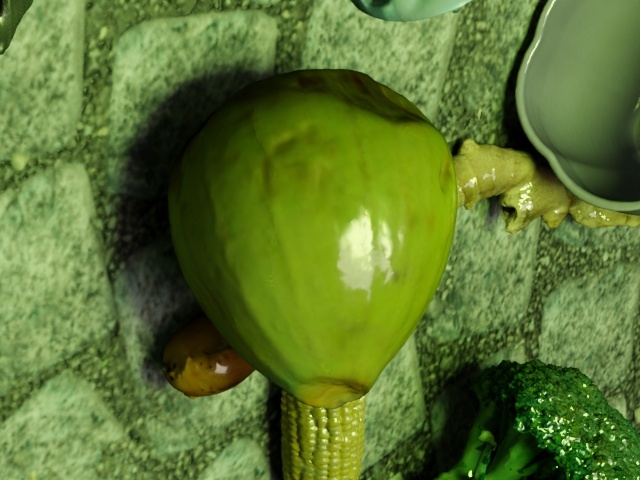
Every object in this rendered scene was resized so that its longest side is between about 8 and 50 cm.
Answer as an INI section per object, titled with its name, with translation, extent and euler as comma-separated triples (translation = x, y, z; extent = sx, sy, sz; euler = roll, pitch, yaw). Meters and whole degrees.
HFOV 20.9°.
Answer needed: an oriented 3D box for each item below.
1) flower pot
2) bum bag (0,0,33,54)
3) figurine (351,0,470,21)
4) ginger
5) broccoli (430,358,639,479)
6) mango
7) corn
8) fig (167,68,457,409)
[flower pot]
translation = 0.363, -0.142, 1.725
extent = 0.243, 0.265, 0.265
euler = 14, 97, -59
[bum bag]
translation = -0.303, -0.122, 1.168
extent = 0.326, 0.080, 0.142
euler = -49, 128, -14
[figurine]
translation = 0.044, -0.370, 1.296
extent = 0.248, 0.276, 0.388
euler = -37, 132, 3
[ginger]
translation = 0.224, -0.045, 1.742
extent = 0.288, 0.075, 0.089
euler = 12, 75, -43
[broccoli]
translation = 0.193, 0.260, 1.724
extent = 0.297, 0.297, 0.297
euler = -19, 123, -15
[mango]
translation = -0.082, 0.094, 1.485
extent = 0.127, 0.077, 0.063
euler = -32, 131, -41
[corn]
translation = 0.003, 0.136, 1.589
extent = 0.086, 0.086, 0.288
euler = -22, 124, -38
[fig]
translation = 0.000, 0.000, 1.399
extent = 0.239, 0.239, 0.271
euler = 2, 75, -46
